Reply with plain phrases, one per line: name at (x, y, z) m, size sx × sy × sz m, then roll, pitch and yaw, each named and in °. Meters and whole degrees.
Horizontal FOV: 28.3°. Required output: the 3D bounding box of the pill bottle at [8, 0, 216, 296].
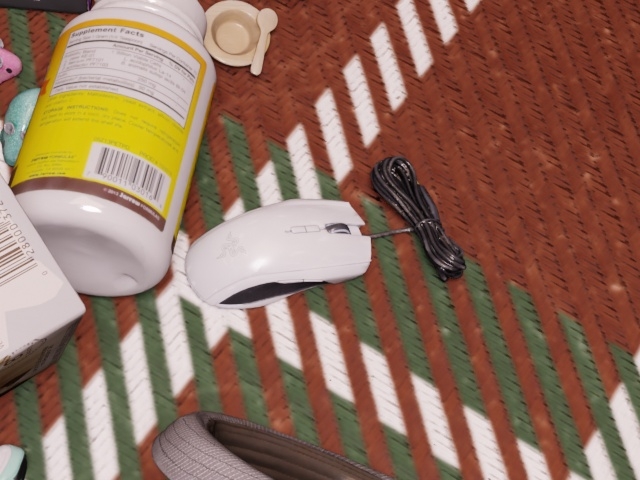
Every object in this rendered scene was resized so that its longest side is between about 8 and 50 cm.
pill bottle at (-0.140, -0.077, 0.878) m, size 0.117 × 0.117 × 0.214 m, roll 11°, pitch 59°, yaw -1°

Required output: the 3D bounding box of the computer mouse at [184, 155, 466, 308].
computer mouse at (0.000, 0.000, 0.896) m, size 0.193 × 0.042 × 0.106 m, roll -14°, pitch 64°, yaw -16°

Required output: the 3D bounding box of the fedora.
fedora at (0.018, 0.200, 0.707) m, size 0.276 × 0.244 × 0.124 m, roll 22°, pitch 89°, yaw 3°

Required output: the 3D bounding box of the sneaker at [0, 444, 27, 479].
sneaker at (-0.224, 0.167, 0.774) m, size 0.069 × 0.038 × 0.098 m, roll 9°, pitch 50°, yaw -1°

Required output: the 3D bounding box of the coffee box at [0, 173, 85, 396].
coffee box at (-0.298, 0.085, 0.722) m, size 0.297 × 0.168 × 0.118 m, roll -32°, pitch 86°, yaw -22°

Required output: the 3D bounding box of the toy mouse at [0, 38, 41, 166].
toy mouse at (-0.240, -0.109, 0.933) m, size 0.143 × 0.031 × 0.161 m, roll -23°, pitch 65°, yaw -19°

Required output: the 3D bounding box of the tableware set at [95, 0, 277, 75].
tableware set at (-0.090, -0.211, 0.995) m, size 0.169 × 0.020 × 0.141 m, roll 21°, pitch 72°, yaw -10°

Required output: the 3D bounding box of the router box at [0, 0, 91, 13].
router box at (-0.266, -0.249, 1.002) m, size 0.179 × 0.046 × 0.133 m, roll 4°, pitch 59°, yaw -6°
